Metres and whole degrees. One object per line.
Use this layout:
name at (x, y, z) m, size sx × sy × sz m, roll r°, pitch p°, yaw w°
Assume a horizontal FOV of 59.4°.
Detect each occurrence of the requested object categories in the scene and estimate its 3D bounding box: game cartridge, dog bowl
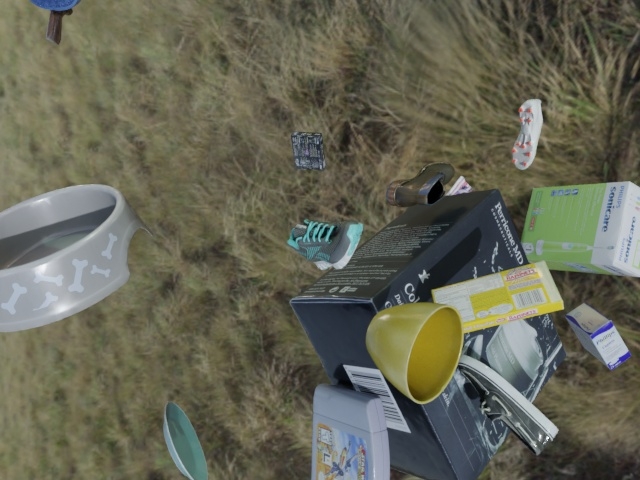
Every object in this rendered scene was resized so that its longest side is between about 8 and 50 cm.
game cartridge at (0.060, 0.471, 1.193) m, size 0.198 × 0.062 × 0.298 m, roll -2°, pitch 87°, yaw 54°
dog bowl at (-0.489, 0.012, 1.022) m, size 0.348 × 0.348 × 0.102 m, roll 38°, pitch 148°, yaw 52°

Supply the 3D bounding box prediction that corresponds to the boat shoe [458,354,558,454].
boat shoe at (0.341, 0.310, 1.071) m, size 0.219 × 0.070 × 0.078 m, roll 41°, pitch 167°, yaw 25°

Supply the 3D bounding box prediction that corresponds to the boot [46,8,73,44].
boot at (-0.674, -0.556, 1.449) m, size 0.106 × 0.037 × 0.114 m, roll -27°, pitch -63°, yaw -84°

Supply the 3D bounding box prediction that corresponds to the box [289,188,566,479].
box at (0.267, 0.208, 1.309) m, size 0.297 × 0.471 × 0.480 m, roll -8°, pitch 113°, yaw 52°

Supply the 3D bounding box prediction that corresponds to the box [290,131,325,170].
box at (-0.026, -0.193, 1.214) m, size 0.018 × 0.067 × 0.083 m, roll -63°, pitch -28°, yaw -48°

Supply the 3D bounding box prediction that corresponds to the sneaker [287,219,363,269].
sneaker at (0.000, 0.000, 0.770) m, size 0.065 × 0.076 × 0.166 m, roll -68°, pitch 15°, yaw -19°

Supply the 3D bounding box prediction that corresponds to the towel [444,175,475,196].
towel at (0.482, -0.104, 1.872) m, size 0.144 × 0.197 × 0.029 m, roll -54°, pitch 32°, yaw -6°

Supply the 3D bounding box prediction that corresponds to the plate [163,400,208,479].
plate at (-0.288, 0.427, 1.172) m, size 0.188 × 0.024 × 0.188 m, roll 64°, pitch 175°, yaw 10°

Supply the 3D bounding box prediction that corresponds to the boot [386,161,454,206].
boot at (0.261, -0.122, 1.277) m, size 0.106 × 0.219 × 0.082 m, roll 16°, pitch 125°, yaw 49°

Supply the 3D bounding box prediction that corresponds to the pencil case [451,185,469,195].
pencil case at (0.374, -0.067, 1.667) m, size 0.086 × 0.206 × 0.088 m, roll 54°, pitch 175°, yaw -27°

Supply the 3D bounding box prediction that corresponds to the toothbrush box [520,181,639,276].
toothbrush box at (0.675, -0.029, 1.445) m, size 0.283 × 0.122 × 0.207 m, roll 1°, pitch 74°, yaw 61°

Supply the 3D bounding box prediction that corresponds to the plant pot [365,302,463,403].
plant pot at (0.119, 0.140, 0.767) m, size 0.095 × 0.134 × 0.135 m, roll 16°, pitch 104°, yaw 43°

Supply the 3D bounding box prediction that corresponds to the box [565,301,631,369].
box at (0.761, 0.261, 1.543) m, size 0.072 × 0.137 × 0.126 m, roll -37°, pitch 19°, yaw 4°

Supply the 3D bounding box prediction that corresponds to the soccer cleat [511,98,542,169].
soccer cleat at (0.575, -0.290, 1.541) m, size 0.068 × 0.076 × 0.197 m, roll 27°, pitch 133°, yaw 42°

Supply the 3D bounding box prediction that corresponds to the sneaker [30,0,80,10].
sneaker at (-0.505, -0.468, 0.986) m, size 0.090 × 0.232 × 0.082 m, roll -59°, pitch -15°, yaw -49°

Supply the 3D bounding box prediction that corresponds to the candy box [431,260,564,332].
candy box at (0.302, 0.102, 0.977) m, size 0.105 × 0.205 × 0.027 m, roll -86°, pitch -25°, yaw -54°
